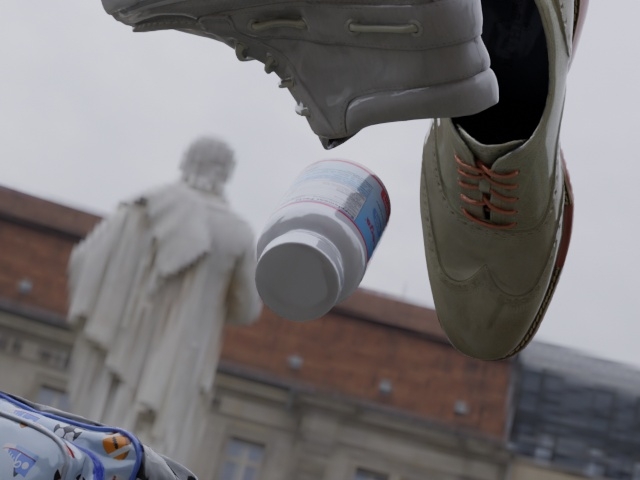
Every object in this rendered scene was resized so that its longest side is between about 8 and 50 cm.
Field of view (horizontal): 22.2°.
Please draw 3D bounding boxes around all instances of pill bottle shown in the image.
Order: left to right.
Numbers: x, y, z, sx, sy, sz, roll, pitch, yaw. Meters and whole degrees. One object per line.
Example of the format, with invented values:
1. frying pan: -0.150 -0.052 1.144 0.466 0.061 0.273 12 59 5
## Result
1. pill bottle: 0.000 0.000 1.277 0.087 0.160 0.087 5 -65 12

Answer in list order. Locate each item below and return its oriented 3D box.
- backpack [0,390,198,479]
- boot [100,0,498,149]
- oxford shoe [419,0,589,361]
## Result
1. backpack: -0.254 0.257 1.290 0.276 0.263 0.213 12 -14 38
2. boot: -0.019 -0.106 0.875 0.095 0.123 0.258 -25 16 -40
3. oxford shoe: 0.138 -0.065 1.371 0.140 0.397 0.146 7 23 17
